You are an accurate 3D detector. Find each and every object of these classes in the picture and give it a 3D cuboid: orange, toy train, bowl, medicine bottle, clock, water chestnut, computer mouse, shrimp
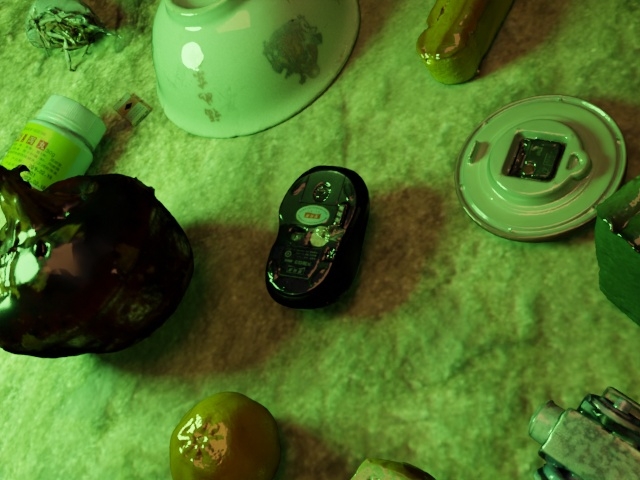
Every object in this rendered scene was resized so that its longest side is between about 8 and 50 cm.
[{"bbox_3d":[-0.133,0.281,1.045,0.158,0.136,0.159,-11,61,20],"label":"orange"},{"bbox_3d":[0.358,0.266,0.787,0.299,0.202,0.131,35,97,35],"label":"toy train"},{"bbox_3d":[-0.163,-0.418,1.430,0.434,0.196,0.435,-12,58,20],"label":"bowl"},{"bbox_3d":[-0.516,-0.151,1.474,0.139,0.139,0.226,16,69,31],"label":"medicine bottle"},{"bbox_3d":[0.311,-0.107,1.113,0.244,0.056,0.245,-11,58,18],"label":"clock"},{"bbox_3d":[-0.386,0.022,1.195,0.335,0.347,0.335,-19,47,22],"label":"water chestnut"},{"bbox_3d":[0.000,0.000,1.173,0.137,0.096,0.233,9,70,34],"label":"computer mouse"},{"bbox_3d":[-0.544,-0.459,1.682,0.343,0.116,0.145,22,73,40],"label":"shrimp"}]

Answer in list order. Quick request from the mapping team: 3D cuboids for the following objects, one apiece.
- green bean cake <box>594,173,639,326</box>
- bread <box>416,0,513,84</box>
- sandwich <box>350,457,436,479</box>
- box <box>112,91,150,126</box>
[{"bbox_3d":[0.418,0.044,0.867,0.125,0.227,0.222,-41,53,1],"label":"green bean cake"},{"bbox_3d":[0.242,-0.375,1.281,0.102,0.094,0.246,16,70,37],"label":"bread"},{"bbox_3d":[0.115,0.406,0.877,0.288,0.100,0.254,21,73,33],"label":"sandwich"},{"bbox_3d":[-0.379,-0.263,1.553,0.046,0.012,0.083,-48,55,-5],"label":"box"}]
